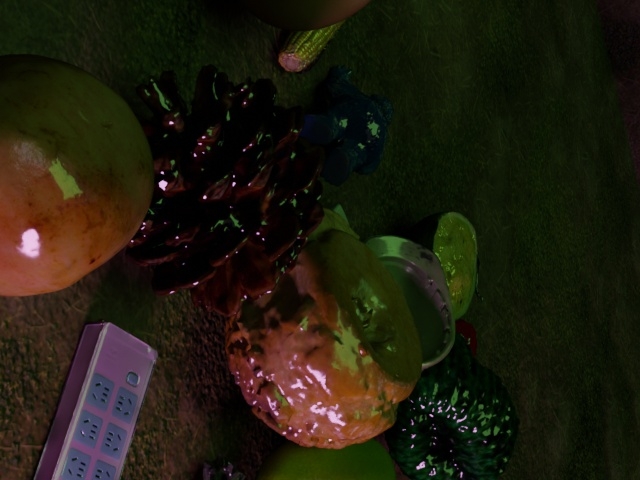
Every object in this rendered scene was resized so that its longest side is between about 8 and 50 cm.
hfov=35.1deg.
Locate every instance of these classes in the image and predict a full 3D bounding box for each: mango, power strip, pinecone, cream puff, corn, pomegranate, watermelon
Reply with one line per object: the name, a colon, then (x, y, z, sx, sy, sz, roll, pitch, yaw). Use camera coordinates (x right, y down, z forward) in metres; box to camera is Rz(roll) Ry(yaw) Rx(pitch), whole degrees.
mango: (0.004, 0.383, 1.532, 0.343, 0.156, 0.192, 18, 74, -57)
power strip: (-0.276, 0.234, 1.225, 0.109, 0.037, 0.279, 42, 54, -47)
pinecone: (-0.139, -0.067, 1.237, 0.296, 0.298, 0.242, 60, 36, -15)
cream puff: (-0.012, 0.135, 1.458, 0.343, 0.231, 0.327, 63, 25, 3)
corn: (-0.008, -0.347, 1.655, 0.072, 0.072, 0.203, 61, 43, -35)
pomegranate: (-0.308, -0.080, 1.029, 0.270, 0.229, 0.252, 61, 40, -26)
watermelon: (0.217, 0.048, 1.915, 0.232, 0.127, 0.204, -23, 108, -58)

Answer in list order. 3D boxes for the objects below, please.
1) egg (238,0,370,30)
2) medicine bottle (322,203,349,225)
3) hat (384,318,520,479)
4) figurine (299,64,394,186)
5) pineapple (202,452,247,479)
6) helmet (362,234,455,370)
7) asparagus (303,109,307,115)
egg: (-0.012, -0.482, 1.444, 0.301, 0.301, 0.374, 37, 59, -50)
medicine bottle: (0.000, 0.000, 1.651, 0.118, 0.055, 0.074, -51, 130, -47)
hat: (0.249, 0.273, 1.873, 0.332, 0.242, 0.274, -69, 156, -52)
figurine: (0.066, -0.192, 1.683, 0.164, 0.120, 0.262, 61, 32, -23)
pineapple: (-0.151, 0.409, 1.346, 0.125, 0.125, 0.251, 50, 42, -43)
helmet: (0.118, 0.133, 1.754, 0.204, 0.137, 0.258, 15, 52, -17)
asparagus: (-0.013, -0.191, 1.682, 0.014, 0.015, 0.114, -49, 135, -2)
